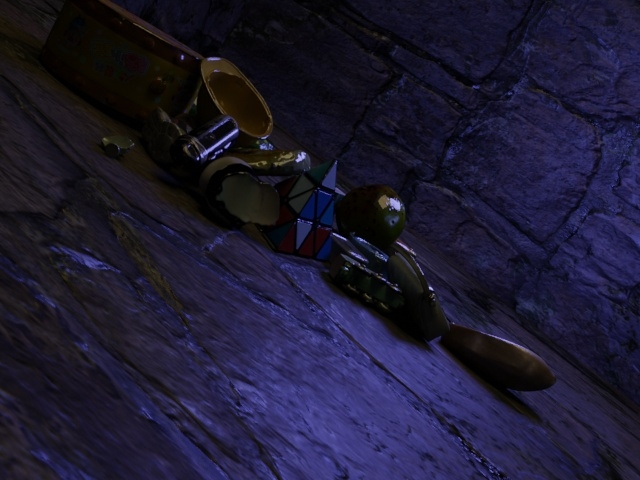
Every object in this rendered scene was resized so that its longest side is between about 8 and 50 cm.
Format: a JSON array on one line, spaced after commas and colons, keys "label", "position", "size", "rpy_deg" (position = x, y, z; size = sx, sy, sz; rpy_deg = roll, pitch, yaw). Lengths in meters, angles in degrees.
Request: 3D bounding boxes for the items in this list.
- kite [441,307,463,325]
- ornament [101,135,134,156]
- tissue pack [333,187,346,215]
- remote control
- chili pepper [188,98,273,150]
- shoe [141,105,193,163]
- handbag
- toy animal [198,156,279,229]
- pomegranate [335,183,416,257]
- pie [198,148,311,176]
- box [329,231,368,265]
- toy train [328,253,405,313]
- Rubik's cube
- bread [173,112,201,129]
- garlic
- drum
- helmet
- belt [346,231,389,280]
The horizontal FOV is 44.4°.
[{"label": "kite", "position": [0.353, 0.221, 2.134], "size": [0.244, 0.006, 0.198], "rpy_deg": [50, -14, -25]}, {"label": "ornament", "position": [-0.426, -0.199, 1.650], "size": [0.068, 0.041, 0.092], "rpy_deg": [16, 14, 25]}, {"label": "tissue pack", "position": [0.013, -0.121, 2.477], "size": [0.079, 0.111, 0.085], "rpy_deg": [38, 11, 22]}, {"label": "remote control", "position": [-0.257, -0.228, 1.788], "size": [0.090, 0.066, 0.266], "rpy_deg": [41, 28, -1]}, {"label": "chili pepper", "position": [-0.316, -0.366, 2.381], "size": [0.384, 0.167, 0.213], "rpy_deg": [34, 12, -11]}, {"label": "shoe", "position": [-0.346, -0.233, 1.882], "size": [0.125, 0.099, 0.227], "rpy_deg": [29, 14, -40]}, {"label": "handbag", "position": [0.228, 0.113, 1.961], "size": [0.256, 0.079, 0.219], "rpy_deg": [-126, -166, -62]}, {"label": "toy animal", "position": [-0.191, -0.105, 1.758], "size": [0.166, 0.138, 0.179], "rpy_deg": [52, -7, -30]}, {"label": "pomegranate", "position": [0.171, -0.034, 2.412], "size": [0.286, 0.230, 0.231], "rpy_deg": [65, 14, 4]}, {"label": "pie", "position": [-0.170, -0.200, 2.016], "size": [0.296, 0.078, 0.371], "rpy_deg": [0, 7, 12]}, {"label": "box", "position": [0.057, 0.037, 2.061], "size": [0.089, 0.062, 0.122], "rpy_deg": [25, 15, -43]}, {"label": "toy train", "position": [0.116, 0.105, 1.912], "size": [0.194, 0.081, 0.125], "rpy_deg": [30, 8, -23]}, {"label": "Rubik's cube", "position": [-0.064, -0.004, 1.889], "size": [0.250, 0.284, 0.234], "rpy_deg": [66, 22, -20]}, {"label": "bread", "position": [-0.338, -0.269, 2.076], "size": [0.119, 0.084, 0.177], "rpy_deg": [65, 12, 3]}, {"label": "garlic", "position": [0.450, 0.300, 2.003], "size": [0.318, 0.112, 0.143], "rpy_deg": [31, -14, 12]}, {"label": "drum", "position": [-0.512, -0.482, 2.088], "size": [0.431, 0.214, 0.431], "rpy_deg": [29, 10, -5]}, {"label": "helmet", "position": [-0.252, -0.333, 2.041], "size": [0.257, 0.140, 0.205], "rpy_deg": [55, 33, 7]}, {"label": "belt", "position": [0.129, 0.054, 2.151], "size": [0.147, 0.082, 0.163], "rpy_deg": [34, 8, -8]}]
